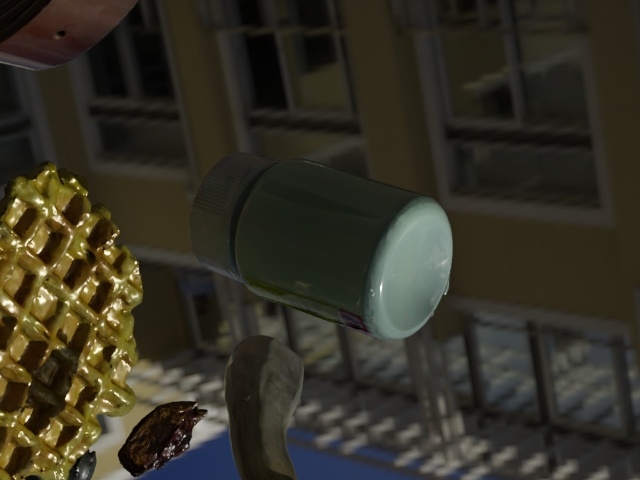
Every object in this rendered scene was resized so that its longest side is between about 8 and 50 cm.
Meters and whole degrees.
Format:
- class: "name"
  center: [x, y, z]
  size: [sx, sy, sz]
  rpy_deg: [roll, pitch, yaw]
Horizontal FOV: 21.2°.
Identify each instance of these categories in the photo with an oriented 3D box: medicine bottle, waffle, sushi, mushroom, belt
- class: "medicine bottle"
  center: [0.000, 0.000, 1.602]
  size: [0.225, 0.139, 0.139]
  rpy_deg: [18, -149, 33]
- class: "waffle"
  center: [-0.274, 0.094, 1.546]
  size: [0.060, 0.307, 0.312]
  rpy_deg: [9, -150, 34]
- class: "sushi"
  center: [-0.144, 0.181, 1.550]
  size: [0.047, 0.050, 0.099]
  rpy_deg: [34, -119, 15]
- class: "mushroom"
  center: [-0.061, 0.211, 1.883]
  size: [0.081, 0.092, 0.223]
  rpy_deg: [-26, -131, 26]
- class: "belt"
  center: [-0.298, -0.326, 1.862]
  size: [0.338, 0.217, 0.122]
  rpy_deg: [-42, 151, 25]

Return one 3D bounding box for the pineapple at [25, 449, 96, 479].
- class: "pineapple"
  center: [-0.284, 0.242, 1.844]
  size: [0.119, 0.237, 0.111]
  rpy_deg: [-7, 164, -37]
